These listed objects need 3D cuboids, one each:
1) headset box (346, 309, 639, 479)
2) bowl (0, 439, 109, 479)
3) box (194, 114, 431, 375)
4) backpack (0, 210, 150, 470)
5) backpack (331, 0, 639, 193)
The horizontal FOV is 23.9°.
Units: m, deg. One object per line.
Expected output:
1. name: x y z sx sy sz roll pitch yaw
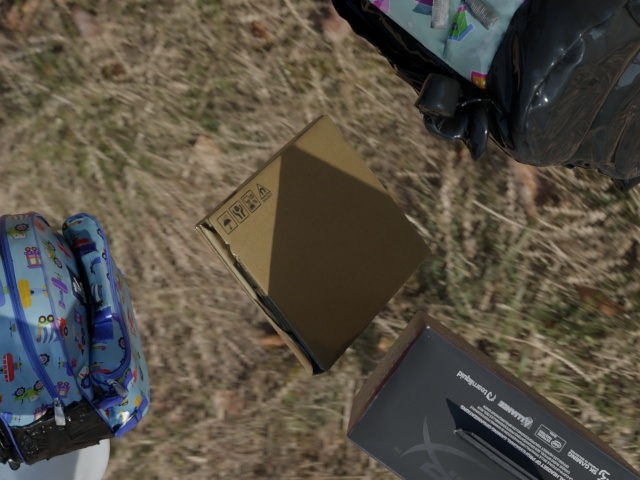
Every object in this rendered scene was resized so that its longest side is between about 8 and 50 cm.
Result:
1. headset box: 0.139 0.165 1.214 0.218 0.293 0.110 36 91 3
2. bowl: -0.359 0.197 1.431 0.297 0.298 0.134 2 39 21
3. box: 0.000 0.000 1.311 0.021 0.201 0.164 -31 100 43
4. backpack: -0.192 0.051 1.022 0.116 0.173 0.158 -15 59 -2
5. backpack: 0.069 -0.113 0.605 0.115 0.152 0.182 -50 60 16
